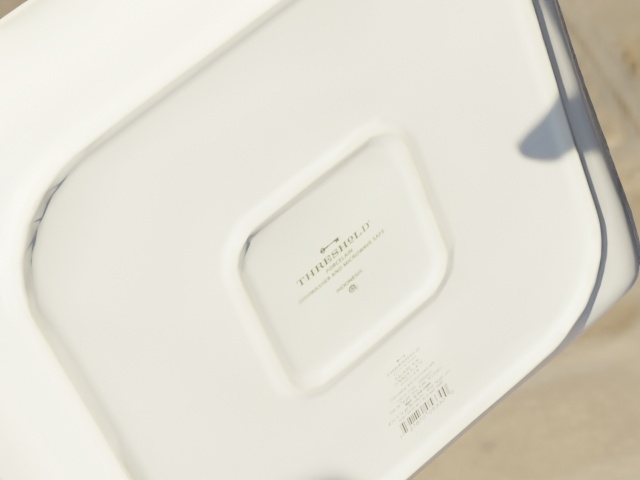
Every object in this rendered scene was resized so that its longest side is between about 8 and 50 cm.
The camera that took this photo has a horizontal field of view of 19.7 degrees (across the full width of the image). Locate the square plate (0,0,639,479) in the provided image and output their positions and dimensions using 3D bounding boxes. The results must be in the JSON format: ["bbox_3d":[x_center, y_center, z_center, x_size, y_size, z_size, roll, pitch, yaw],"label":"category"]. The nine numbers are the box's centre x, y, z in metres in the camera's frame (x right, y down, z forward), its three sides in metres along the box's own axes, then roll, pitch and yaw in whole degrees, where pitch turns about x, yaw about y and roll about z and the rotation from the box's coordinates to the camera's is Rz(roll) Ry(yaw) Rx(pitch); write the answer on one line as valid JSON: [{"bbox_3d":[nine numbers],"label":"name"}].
[{"bbox_3d":[0.000,0.000,0.810,0.347,0.049,0.344,-39,130,-18],"label":"square plate"}]
